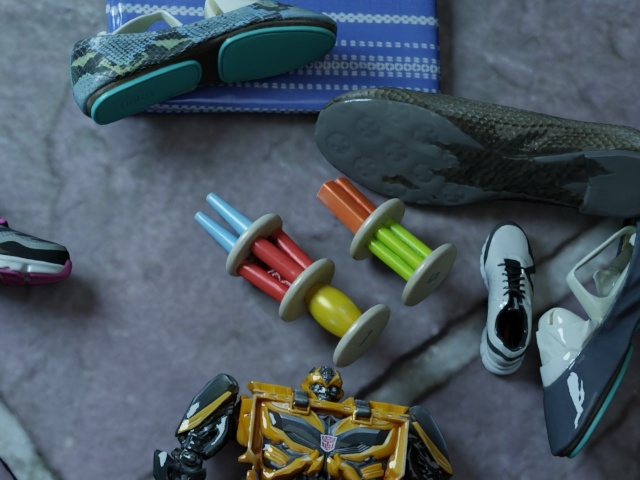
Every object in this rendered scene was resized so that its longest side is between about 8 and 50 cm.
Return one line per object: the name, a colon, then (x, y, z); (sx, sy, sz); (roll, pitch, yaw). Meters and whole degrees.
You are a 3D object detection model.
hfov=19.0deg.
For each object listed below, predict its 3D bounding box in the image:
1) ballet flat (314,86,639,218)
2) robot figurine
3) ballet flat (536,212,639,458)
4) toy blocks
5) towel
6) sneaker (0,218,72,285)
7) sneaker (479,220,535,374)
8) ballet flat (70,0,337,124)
ballet flat: (0.121, -0.066, 1.330); (0.249, 0.084, 0.058); (7, 38, 3)
robot figurine: (-0.010, 0.218, 1.214); (0.211, 0.085, 0.291); (9, 72, -8)
ballet flat: (0.190, 0.055, 1.309); (0.074, 0.074, 0.203); (35, 64, 2)
toy blocks: (0.000, 0.000, 1.300); (0.148, 0.054, 0.123); (40, 62, 18)
towel: (-0.041, -0.248, 1.384); (0.243, 0.040, 0.336); (0, 75, -12)
sneaker: (-0.241, -0.020, 1.258); (0.170, 0.063, 0.075); (16, 77, 0)
sneaker: (0.133, 0.036, 1.318); (0.040, 0.044, 0.109); (3, 71, -7)
ballet flat: (-0.082, -0.136, 1.294); (0.188, 0.070, 0.070); (-17, 77, -20)
